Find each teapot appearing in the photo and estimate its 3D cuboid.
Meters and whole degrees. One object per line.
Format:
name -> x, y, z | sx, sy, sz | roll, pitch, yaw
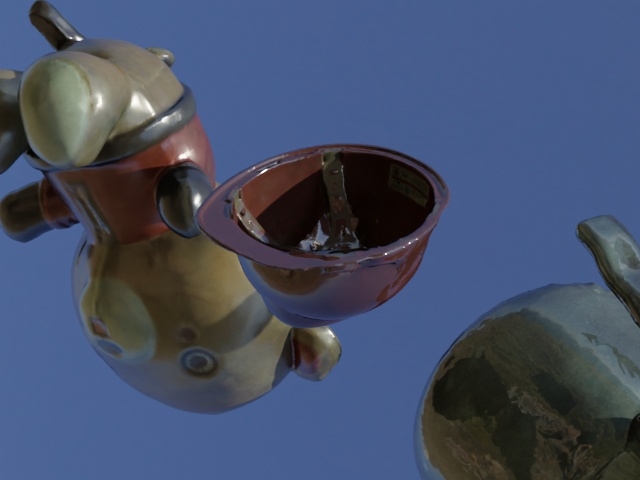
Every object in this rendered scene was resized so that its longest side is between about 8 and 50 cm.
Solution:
teapot -> 0.237, 0.151, 1.249 | 0.285, 0.223, 0.305 | 47, -61, 51

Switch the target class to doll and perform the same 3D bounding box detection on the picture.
doll -> -0.129, -0.017, 1.266 | 0.235, 0.174, 0.330 | -5, -56, 38

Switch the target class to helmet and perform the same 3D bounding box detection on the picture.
helmet -> 0.001, 0.006, 0.726 | 0.089, 0.111, 0.057 | 34, -46, 37
